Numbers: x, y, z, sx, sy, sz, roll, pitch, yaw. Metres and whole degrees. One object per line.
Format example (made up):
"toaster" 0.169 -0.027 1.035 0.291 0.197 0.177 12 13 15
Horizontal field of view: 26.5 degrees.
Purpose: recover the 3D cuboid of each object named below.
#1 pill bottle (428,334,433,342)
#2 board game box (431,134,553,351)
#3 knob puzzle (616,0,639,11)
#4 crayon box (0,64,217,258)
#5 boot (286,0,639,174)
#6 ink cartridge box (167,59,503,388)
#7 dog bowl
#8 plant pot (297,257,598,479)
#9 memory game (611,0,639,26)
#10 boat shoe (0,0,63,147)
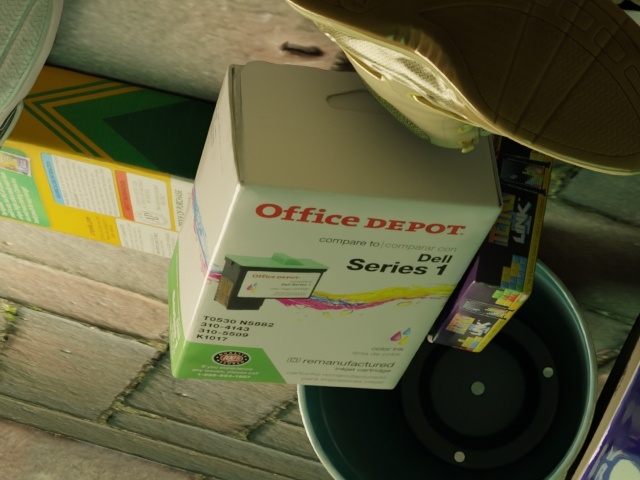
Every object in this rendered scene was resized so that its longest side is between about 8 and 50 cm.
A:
"pill bottle" 0.113 0.201 1.674 0.121 0.121 0.221 13 159 4
"board game box" 0.139 0.001 1.112 0.048 0.141 0.170 14 159 -2
"knob puzzle" 0.140 -0.179 0.791 0.213 0.030 0.213 13 173 2
"crayon box" -0.213 -0.072 1.236 0.323 0.083 0.203 13 159 1
"boot" 0.107 -0.100 0.841 0.262 0.095 0.203 27 176 20
"ink cartridge box" 0.000 0.000 1.081 0.201 0.117 0.278 5 144 -14
"dog bowl" 0.305 0.139 1.171 0.104 0.265 0.265 25 161 10
"plant pot" 0.139 0.142 1.338 0.271 0.272 0.255 8 173 15
"memory game" 0.207 -0.131 0.858 0.186 0.012 0.186 14 173 2
"boat shoe" -0.289 -0.121 1.049 0.121 0.119 0.335 38 122 -7
